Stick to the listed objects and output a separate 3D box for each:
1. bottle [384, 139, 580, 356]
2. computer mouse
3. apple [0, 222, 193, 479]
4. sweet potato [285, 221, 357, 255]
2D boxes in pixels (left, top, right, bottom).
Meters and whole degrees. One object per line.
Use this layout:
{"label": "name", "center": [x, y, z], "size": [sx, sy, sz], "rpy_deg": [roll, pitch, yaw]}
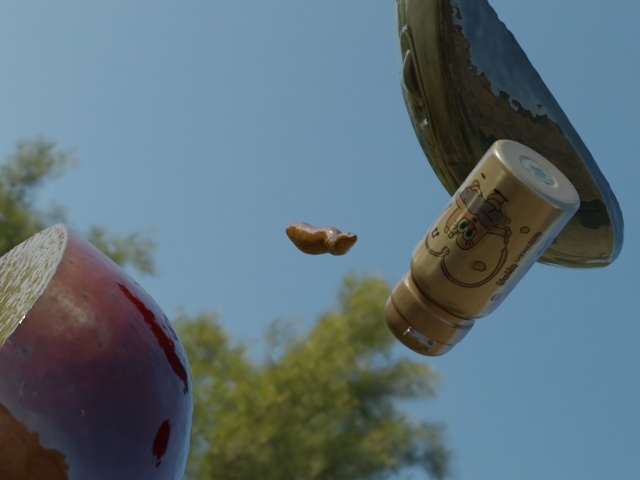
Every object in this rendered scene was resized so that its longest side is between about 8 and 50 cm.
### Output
{"label": "bottle", "center": [0.140, 0.012, 1.520], "size": [0.097, 0.110, 0.209], "rpy_deg": [35, -65, -5]}
{"label": "computer mouse", "center": [0.167, -0.112, 1.675], "size": [0.371, 0.122, 0.188], "rpy_deg": [58, -15, -3]}
{"label": "apple", "center": [-0.242, 0.146, 1.082], "size": [0.365, 0.329, 0.295], "rpy_deg": [-108, -169, -76]}
{"label": "sweet potato", "center": [0.004, -0.001, 1.974], "size": [0.179, 0.044, 0.044], "rpy_deg": [16, -47, 62]}
